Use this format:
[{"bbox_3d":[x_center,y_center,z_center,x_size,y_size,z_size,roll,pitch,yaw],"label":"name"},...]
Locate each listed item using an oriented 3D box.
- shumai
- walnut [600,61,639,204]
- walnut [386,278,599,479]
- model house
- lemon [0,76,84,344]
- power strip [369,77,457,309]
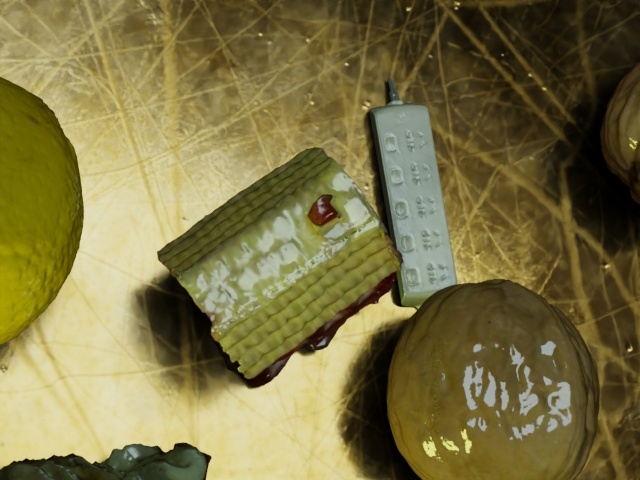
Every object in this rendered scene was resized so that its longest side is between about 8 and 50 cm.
[{"bbox_3d":[-0.190,0.299,1.689,0.218,0.189,0.256,-34,72,-34],"label":"shumai"},{"bbox_3d":[0.402,-0.119,1.878,0.213,0.213,0.213,2,79,-12],"label":"walnut"},{"bbox_3d":[0.171,0.147,1.764,0.228,0.228,0.228,2,79,-12],"label":"walnut"},{"bbox_3d":[-0.039,0.021,1.702,0.196,0.254,0.160,-35,81,-5],"label":"model house"},{"bbox_3d":[-0.341,-0.033,1.658,0.253,0.253,0.310,15,47,-9],"label":"lemon"},{"bbox_3d":[0.095,-0.051,1.875,0.060,0.027,0.253,-7,81,-14],"label":"power strip"}]
